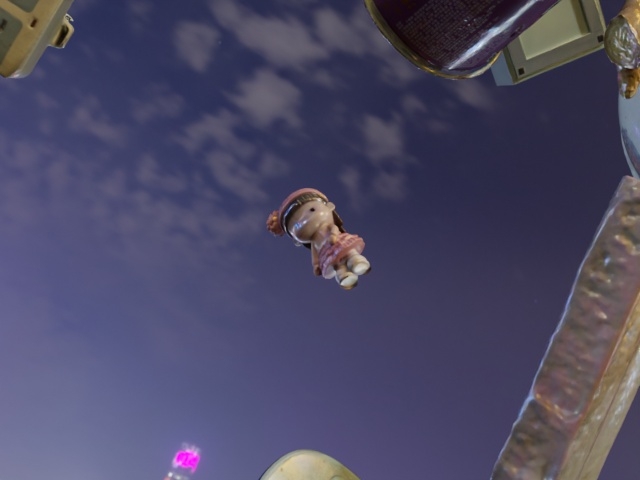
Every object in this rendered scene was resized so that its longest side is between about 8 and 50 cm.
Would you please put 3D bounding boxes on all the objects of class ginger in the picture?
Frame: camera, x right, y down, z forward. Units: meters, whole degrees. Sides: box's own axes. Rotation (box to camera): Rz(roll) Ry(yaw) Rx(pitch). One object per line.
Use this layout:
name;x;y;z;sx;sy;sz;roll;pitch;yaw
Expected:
ginger;0.232;-0.157;0.522;0.030;0.048;0.097;8;-81;29

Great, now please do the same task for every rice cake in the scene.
rice cake;0.184;0.111;0.482;0.050;0.298;0.106;23;-4;39

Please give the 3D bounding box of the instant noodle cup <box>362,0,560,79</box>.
instant noodle cup;0.250;-0.453;1.032;0.340;0.339;0.266;36;-29;-18

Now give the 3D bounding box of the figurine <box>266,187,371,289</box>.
figurine;0.000;0.000;0.730;0.072;0.129;0.054;-49;-29;15

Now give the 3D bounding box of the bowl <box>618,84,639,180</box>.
bowl;0.552;-0.206;0.895;0.196;0.434;0.435;1;-26;-38

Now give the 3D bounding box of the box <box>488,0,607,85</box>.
box;0.457;-0.472;1.443;0.225;0.117;0.225;-23;-78;1

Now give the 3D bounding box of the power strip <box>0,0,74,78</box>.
power strip;-0.240;-0.179;0.415;0.192;0.035;0.081;33;-82;-12

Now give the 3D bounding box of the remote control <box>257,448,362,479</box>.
remote control;0.048;0.226;0.377;0.256;0.097;0.045;55;-45;1
